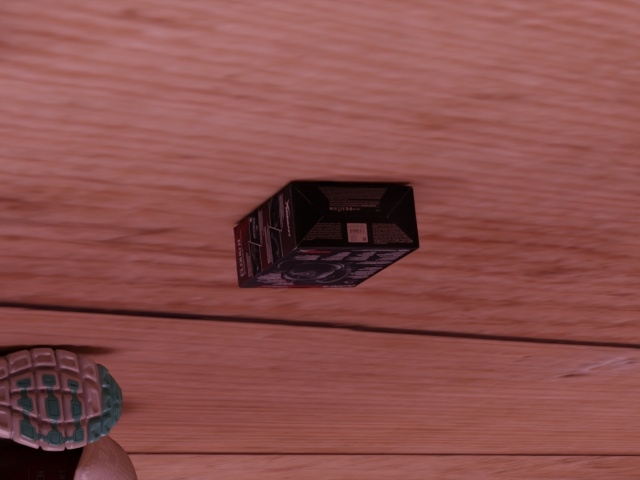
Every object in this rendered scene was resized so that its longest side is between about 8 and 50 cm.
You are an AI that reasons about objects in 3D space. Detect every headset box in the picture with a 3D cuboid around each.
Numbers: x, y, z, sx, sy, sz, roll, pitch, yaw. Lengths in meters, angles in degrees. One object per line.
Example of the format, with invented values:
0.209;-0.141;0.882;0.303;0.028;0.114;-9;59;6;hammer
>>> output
0.000;0.000;0.891;0.062;0.032;0.083;0;166;-22;headset box

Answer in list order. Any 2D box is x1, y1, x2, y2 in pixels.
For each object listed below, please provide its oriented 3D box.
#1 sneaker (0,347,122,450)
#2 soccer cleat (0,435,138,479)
-0.205;0.094;1.165;0.166;0.065;0.076;4;180;-24;sneaker
-0.298;0.175;1.367;0.331;0.116;0.143;-8;150;-1;soccer cleat
